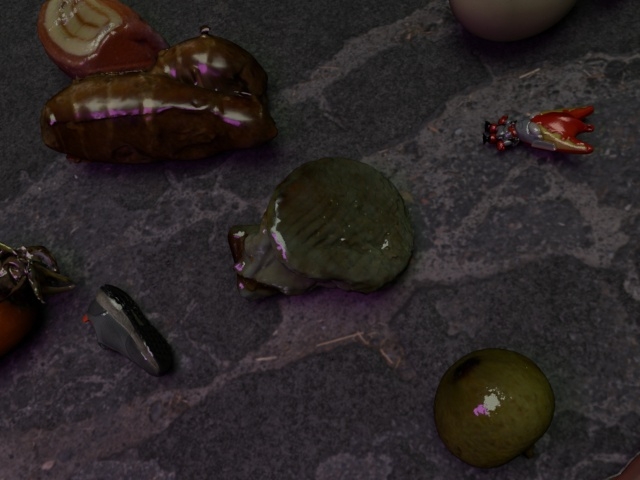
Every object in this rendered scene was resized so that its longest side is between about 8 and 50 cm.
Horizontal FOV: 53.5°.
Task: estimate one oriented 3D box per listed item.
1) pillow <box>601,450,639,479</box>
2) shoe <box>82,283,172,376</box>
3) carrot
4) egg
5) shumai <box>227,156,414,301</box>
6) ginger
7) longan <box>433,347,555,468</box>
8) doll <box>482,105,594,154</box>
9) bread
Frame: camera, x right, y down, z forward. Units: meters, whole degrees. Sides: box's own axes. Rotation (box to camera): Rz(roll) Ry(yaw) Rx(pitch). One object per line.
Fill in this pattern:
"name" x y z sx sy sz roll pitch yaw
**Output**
"pillow" 0.436 0.326 0.769 0.179 0.075 0.171 -41 65 -8
"shoe" -0.309 0.155 1.010 0.077 0.074 0.194 -47 62 2
"carrot" -0.570 0.106 1.006 0.331 0.214 0.193 -34 65 -9
"egg" 0.333 -0.437 1.077 0.242 0.186 0.186 -19 63 -10
"shumai" 0.000 0.000 0.995 0.272 0.203 0.222 6 64 -24
"ginger" -0.284 -0.250 1.131 0.418 0.176 0.254 -7 57 6
"longan" 0.230 0.225 0.830 0.155 0.145 0.176 -27 104 23
"doll" 0.352 -0.175 1.030 0.169 0.057 0.109 -3 48 26
"bread" -0.448 -0.402 1.260 0.244 0.123 0.190 37 79 25
